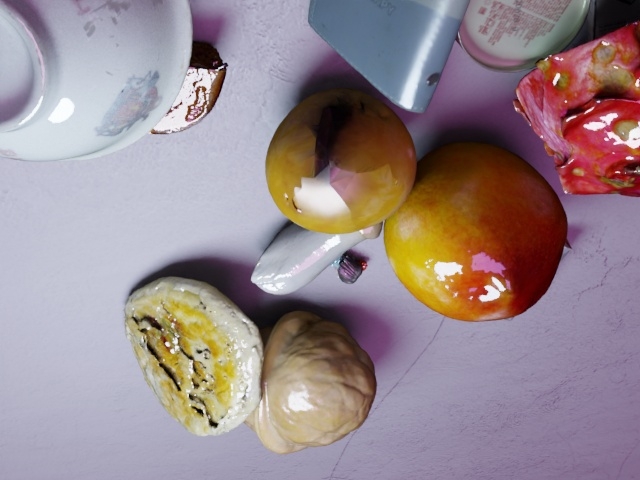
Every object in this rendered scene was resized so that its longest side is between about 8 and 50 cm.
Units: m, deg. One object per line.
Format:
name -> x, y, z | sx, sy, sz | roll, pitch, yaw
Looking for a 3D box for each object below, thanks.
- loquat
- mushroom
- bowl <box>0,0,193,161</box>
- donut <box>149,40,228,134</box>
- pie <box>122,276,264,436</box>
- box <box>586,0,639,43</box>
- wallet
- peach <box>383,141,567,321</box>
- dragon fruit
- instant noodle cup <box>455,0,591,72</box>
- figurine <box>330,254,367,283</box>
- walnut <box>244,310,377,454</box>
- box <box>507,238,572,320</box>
loquat -> 0.031, -0.121, 1.232 | 0.235, 0.235, 0.235 | -5, 132, -5
mushroom -> 0.000, 0.000, 1.409 | 0.270, 0.118, 0.103 | -33, 114, 26
bowl -> -0.394, -0.253, 0.992 | 0.435, 0.196, 0.434 | 3, 122, 5
donut -> -0.256, -0.239, 1.176 | 0.217, 0.085, 0.141 | 7, 130, -14
pie -> -0.244, 0.217, 1.482 | 0.077, 0.339, 0.339 | -26, 153, -50
box -> 0.476, -0.370, 1.213 | 0.129, 0.033, 0.247 | -12, 133, 3
wallet -> 0.098, -0.371, 1.023 | 0.083, 0.252, 0.360 | -24, 146, -36
peach -> 0.256, -0.009, 1.312 | 0.308, 0.332, 0.307 | -1, 123, -2
dragon fruit -> 0.468, -0.181, 1.103 | 0.371, 0.249, 0.386 | -12, 174, -41
instant noodle cup -> 0.255, -0.353, 1.093 | 0.235, 0.178, 0.234 | -5, 135, -5
figurine -> 0.040, 0.038, 1.508 | 0.106, 0.047, 0.060 | 42, 79, -28
walnut -> -0.039, 0.282, 1.567 | 0.296, 0.285, 0.285 | 4, 142, 33
box -> 0.420, 0.071, 1.591 | 0.040, 0.055, 0.218 | 15, 127, -20
